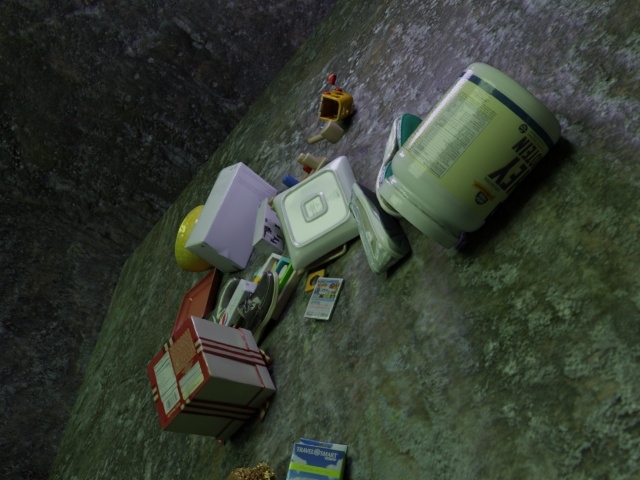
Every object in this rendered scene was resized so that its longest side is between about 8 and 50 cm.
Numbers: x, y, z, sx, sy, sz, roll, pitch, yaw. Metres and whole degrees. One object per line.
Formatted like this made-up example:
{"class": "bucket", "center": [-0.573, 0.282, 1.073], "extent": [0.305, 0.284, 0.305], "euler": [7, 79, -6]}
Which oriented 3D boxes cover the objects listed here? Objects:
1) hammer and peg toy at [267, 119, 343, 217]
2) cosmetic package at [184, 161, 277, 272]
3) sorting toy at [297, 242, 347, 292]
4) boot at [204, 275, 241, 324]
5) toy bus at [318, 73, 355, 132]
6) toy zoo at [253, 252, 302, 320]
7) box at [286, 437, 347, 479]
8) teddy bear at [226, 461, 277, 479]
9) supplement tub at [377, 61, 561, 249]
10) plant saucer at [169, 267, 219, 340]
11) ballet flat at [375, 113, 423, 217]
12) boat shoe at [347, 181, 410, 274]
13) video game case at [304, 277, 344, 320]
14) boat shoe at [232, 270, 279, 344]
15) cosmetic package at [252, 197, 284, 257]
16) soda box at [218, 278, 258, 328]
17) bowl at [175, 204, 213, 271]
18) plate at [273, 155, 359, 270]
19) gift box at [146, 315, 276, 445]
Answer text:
{"class": "hammer and peg toy", "center": [-0.032, -0.215, 1.922], "extent": [0.361, 0.127, 0.266], "euler": [-56, 12, 1]}
{"class": "cosmetic package", "center": [-0.348, -0.088, 2.269], "extent": [0.156, 0.217, 0.385], "euler": [-10, 49, 48]}
{"class": "sorting toy", "center": [0.000, 0.000, 1.715], "extent": [0.196, 0.047, 0.348], "euler": [-30, 35, 29]}
{"class": "boot", "center": [-0.322, 0.259, 2.003], "extent": [0.247, 0.083, 0.161], "euler": [-60, 31, 6]}
{"class": "toy bus", "center": [0.074, -0.501, 2.130], "extent": [0.104, 0.191, 0.202], "euler": [21, 75, 20]}
{"class": "toy zoo", "center": [-0.160, 0.141, 1.883], "extent": [0.192, 0.030, 0.293], "euler": [-61, 25, -8]}
{"class": "box", "center": [-0.013, 0.481, 1.132], "extent": [0.108, 0.042, 0.178], "euler": [5, 53, 12]}
{"class": "teddy bear", "center": [-0.119, 0.631, 1.167], "extent": [0.245, 0.113, 0.338], "euler": [-62, 32, 4]}
{"class": "supplement tub", "center": [0.296, -0.167, 1.177], "extent": [0.325, 0.235, 0.235], "euler": [-51, 25, 13]}
{"class": "plant saucer", "center": [-0.502, 0.272, 2.330], "extent": [0.259, 0.047, 0.259], "euler": [-37, 31, 35]}
{"class": "ballet flat", "center": [0.209, -0.173, 1.503], "extent": [0.139, 0.139, 0.400], "euler": [-34, 29, 40]}
{"class": "boat shoe", "center": [0.131, -0.043, 1.478], "extent": [0.103, 0.118, 0.320], "euler": [-50, 35, 21]}
{"class": "video game case", "center": [0.010, 0.157, 1.549], "extent": [0.087, 0.011, 0.122], "euler": [0, 59, 41]}
{"class": "boat shoe", "center": [-0.208, 0.219, 1.737], "extent": [0.285, 0.092, 0.103], "euler": [-66, 28, 17]}
{"class": "cosmetic package", "center": [-0.181, -0.046, 2.067], "extent": [0.060, 0.098, 0.239], "euler": [-40, 30, 27]}
{"class": "soda box", "center": [-0.263, 0.237, 1.852], "extent": [0.216, 0.073, 0.069], "euler": [-62, 28, 19]}
{"class": "bowl", "center": [-0.455, 0.009, 2.387], "extent": [0.155, 0.289, 0.290], "euler": [16, 69, 21]}
{"class": "plate", "center": [-0.009, -0.091, 1.679], "extent": [0.278, 0.045, 0.277], "euler": [-30, 55, 17]}
{"class": "gift box", "center": [-0.290, 0.400, 1.561], "extent": [0.255, 0.258, 0.276], "euler": [-45, 47, 20]}
